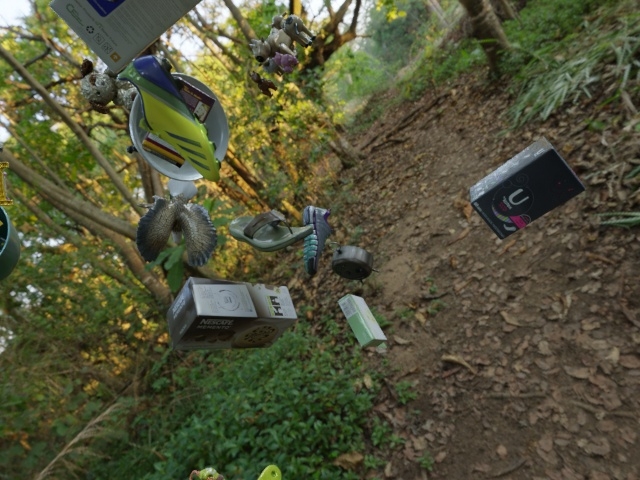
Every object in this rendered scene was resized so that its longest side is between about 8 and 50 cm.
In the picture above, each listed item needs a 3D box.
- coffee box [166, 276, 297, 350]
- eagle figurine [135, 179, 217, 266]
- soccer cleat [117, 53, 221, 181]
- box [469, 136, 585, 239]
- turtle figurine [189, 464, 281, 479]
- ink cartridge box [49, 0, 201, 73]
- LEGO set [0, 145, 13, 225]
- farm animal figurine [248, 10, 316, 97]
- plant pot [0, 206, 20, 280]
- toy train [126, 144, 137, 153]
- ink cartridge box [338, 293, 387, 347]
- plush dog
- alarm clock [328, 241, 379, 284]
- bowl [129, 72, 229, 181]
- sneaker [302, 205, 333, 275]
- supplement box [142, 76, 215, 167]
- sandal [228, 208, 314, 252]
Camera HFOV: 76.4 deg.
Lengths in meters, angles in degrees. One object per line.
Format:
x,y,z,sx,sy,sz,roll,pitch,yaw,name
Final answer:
-0.239,0.205,1.108,0.168,0.297,0.119,-49,48,31,coffee box
-0.493,-0.056,1.399,0.226,0.225,0.298,-30,38,-1,eagle figurine
-0.315,-0.244,0.874,0.121,0.289,0.093,-32,30,-11,soccer cleat
0.619,-0.157,1.249,0.270,0.165,0.143,-39,10,30,box
-0.121,0.508,0.724,0.217,0.269,0.087,-44,-24,26,turtle figurine
-0.409,-0.580,0.945,0.371,0.176,0.069,-41,29,-2,ink cartridge box
-0.750,-0.076,0.881,0.107,0.132,0.287,5,77,55,LEGO set
-0.161,-0.726,1.518,0.330,0.172,0.327,-39,27,38,farm animal figurine
-1.052,0.024,1.206,0.293,0.293,0.235,-47,-1,-28,plant pot
-0.580,-0.326,1.384,0.036,0.027,0.158,-8,16,46,toy train
0.163,0.279,1.385,0.056,0.171,0.235,-38,-29,16,ink cartridge box
-0.919,-0.672,1.773,0.225,0.262,0.210,-20,11,-29,plush dog
0.086,0.063,1.249,0.129,0.192,0.064,-14,45,38,alarm clock
-0.425,-0.320,1.179,0.134,0.298,0.298,9,45,41,bowl
0.000,0.000,1.306,0.098,0.223,0.083,1,-5,-22,sneaker
-0.354,-0.291,1.016,0.081,0.104,0.188,6,71,65,supplement box
-0.149,-0.038,1.066,0.303,0.086,0.120,12,31,41,sandal
